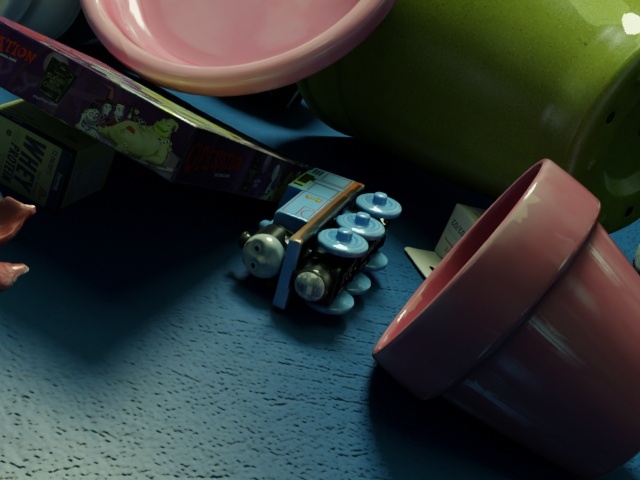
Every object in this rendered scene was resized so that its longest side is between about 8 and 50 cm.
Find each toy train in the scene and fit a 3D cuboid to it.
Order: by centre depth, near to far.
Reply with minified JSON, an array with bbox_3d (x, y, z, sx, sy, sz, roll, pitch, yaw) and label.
[{"bbox_3d":[0.000,0.000,0.863,0.105,0.080,0.184,19,26,14],"label":"toy train"}]

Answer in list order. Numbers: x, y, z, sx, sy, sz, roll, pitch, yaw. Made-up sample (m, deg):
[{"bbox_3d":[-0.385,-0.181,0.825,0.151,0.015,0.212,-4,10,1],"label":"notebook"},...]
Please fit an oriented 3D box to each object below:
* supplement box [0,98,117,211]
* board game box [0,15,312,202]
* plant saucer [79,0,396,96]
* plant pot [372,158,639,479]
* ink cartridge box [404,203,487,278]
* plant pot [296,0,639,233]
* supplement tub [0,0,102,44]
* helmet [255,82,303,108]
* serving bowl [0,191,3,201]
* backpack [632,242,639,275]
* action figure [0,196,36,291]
[{"bbox_3d":[-0.226,-0.076,0.838,0.083,0.056,0.083,28,25,9],"label":"supplement box"},{"bbox_3d":[-0.139,-0.101,0.841,0.208,0.056,0.347,24,4,11],"label":"board game box"},{"bbox_3d":[-0.067,-0.274,0.971,0.332,0.332,0.084,35,-11,24],"label":"plant saucer"},{"bbox_3d":[0.167,0.071,0.746,0.180,0.201,0.201,42,26,2],"label":"plant pot"},{"bbox_3d":[0.186,0.021,0.989,0.181,0.061,0.104,9,27,-28],"label":"ink cartridge box"},{"bbox_3d":[0.216,-0.189,1.066,0.366,0.366,0.353,-2,34,-42],"label":"plant pot"},{"bbox_3d":[-0.275,-0.310,1.104,0.191,0.191,0.272,36,28,25],"label":"supplement tub"},{"bbox_3d":[-0.060,-0.256,1.216,0.161,0.169,0.169,41,25,-2],"label":"helmet"},{"bbox_3d":[-0.275,-0.026,0.731,0.083,0.027,0.083,18,25,-9],"label":"serving bowl"},{"bbox_3d":[0.456,0.027,1.148,0.182,0.115,0.152,30,28,21],"label":"backpack"},{"bbox_3d":[-0.310,0.025,0.441,0.370,0.248,0.276,-5,19,-41],"label":"action figure"}]
